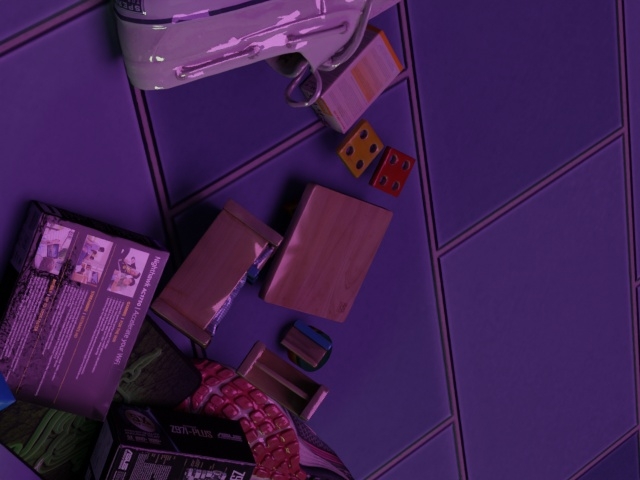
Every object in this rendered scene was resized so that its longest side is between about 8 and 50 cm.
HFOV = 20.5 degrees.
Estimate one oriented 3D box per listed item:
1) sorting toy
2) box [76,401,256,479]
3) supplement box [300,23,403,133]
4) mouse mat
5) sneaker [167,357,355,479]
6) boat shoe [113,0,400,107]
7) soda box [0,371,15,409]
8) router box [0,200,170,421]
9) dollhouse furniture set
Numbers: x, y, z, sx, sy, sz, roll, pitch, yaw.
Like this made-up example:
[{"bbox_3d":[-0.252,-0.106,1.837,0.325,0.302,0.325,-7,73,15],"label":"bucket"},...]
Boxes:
[{"bbox_3d":[0.000,0.000,1.872,0.132,0.046,0.274,17,99,-48],"label":"sorting toy"},{"bbox_3d":[-0.167,0.262,1.773,0.147,0.077,0.180,11,116,-24],"label":"box"},{"bbox_3d":[0.032,-0.167,1.818,0.098,0.036,0.062,-48,137,-14],"label":"supplement box"},{"bbox_3d":[-0.219,0.159,1.742,0.189,0.007,0.152,-39,135,-2],"label":"mouse mat"},{"bbox_3d":[-0.064,0.229,1.895,0.121,0.112,0.299,-37,121,5],"label":"sneaker"},{"bbox_3d":[-0.024,-0.207,1.669,0.367,0.136,0.156,-20,125,-33],"label":"boat shoe"},{"bbox_3d":[-0.341,0.121,1.506,0.067,0.071,0.210,-31,168,9],"label":"soda box"},{"bbox_3d":[-0.235,0.068,1.648,0.133,0.046,0.179,19,98,-26],"label":"router box"},{"bbox_3d":[-0.054,0.071,1.730,0.129,0.183,0.129,-54,180,-7],"label":"dollhouse furniture set"}]
